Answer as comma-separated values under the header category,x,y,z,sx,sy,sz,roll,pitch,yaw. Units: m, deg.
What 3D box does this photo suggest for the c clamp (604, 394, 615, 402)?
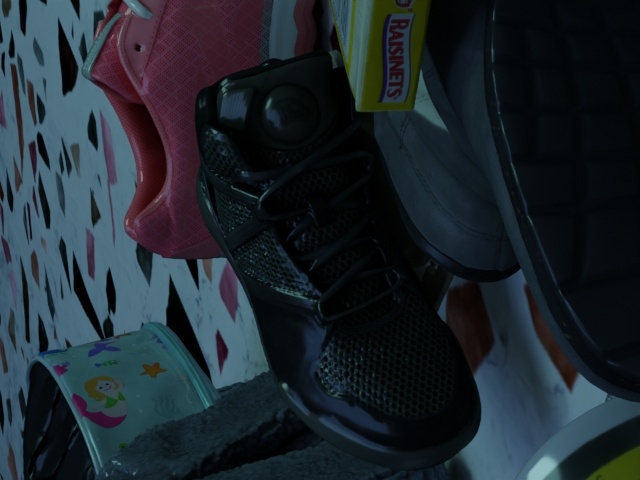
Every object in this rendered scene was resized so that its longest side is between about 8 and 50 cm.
category,x,y,z,sx,sy,sz,roll,pitch,yaw
c clamp,0.118,0.094,0.786,0.137,0.022,0.160,-90,11,-51

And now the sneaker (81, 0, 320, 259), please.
category,x,y,z,sx,sy,sz,roll,pitch,yaw
sneaker,-0.072,-0.135,1.103,0.116,0.136,0.313,-173,75,-70

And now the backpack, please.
category,x,y,z,sx,sy,sz,roll,pitch,yaw
backpack,-0.105,0.185,1.267,0.225,0.191,0.253,-132,30,-54

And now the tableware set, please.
category,x,y,z,sx,sy,sz,roll,pitch,yaw
tableware set,0.038,-0.008,0.999,0.128,0.039,0.194,60,161,20

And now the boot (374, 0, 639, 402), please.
category,x,y,z,sx,sy,sz,roll,pitch,yaw
boot,0.088,-0.045,0.747,0.222,0.118,0.338,102,163,-54

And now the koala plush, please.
category,x,y,z,sx,sy,sz,roll,pitch,yaw
koala plush,-0.024,0.215,1.084,0.196,0.203,0.221,-137,28,-65

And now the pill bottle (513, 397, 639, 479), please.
category,x,y,z,sx,sy,sz,roll,pitch,yaw
pill bottle,0.146,0.152,0.617,0.208,0.119,0.119,-121,28,-50

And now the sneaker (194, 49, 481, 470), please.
category,x,y,z,sx,sy,sz,roll,pitch,yaw
sneaker,0.000,0.000,0.908,0.130,0.087,0.227,81,163,-53

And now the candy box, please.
category,x,y,z,sx,sy,sz,roll,pitch,yaw
candy box,0.014,-0.151,0.725,0.206,0.027,0.105,-101,15,-48
